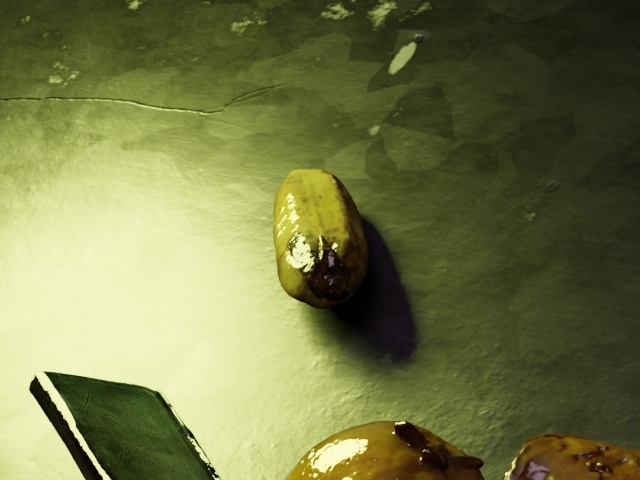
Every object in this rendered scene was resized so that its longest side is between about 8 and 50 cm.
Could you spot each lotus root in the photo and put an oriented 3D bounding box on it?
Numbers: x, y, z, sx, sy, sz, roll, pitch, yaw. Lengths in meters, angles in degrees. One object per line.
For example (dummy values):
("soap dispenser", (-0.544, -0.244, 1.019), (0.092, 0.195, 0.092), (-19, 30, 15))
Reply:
("lotus root", (0.000, 0.000, 2.281), (0.110, 0.097, 0.258), (-8, 34, 1))

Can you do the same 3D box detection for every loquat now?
("loquat", (0.056, 0.288, 1.875), (0.238, 0.193, 0.238), (-44, 29, 32))

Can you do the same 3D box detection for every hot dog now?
("hot dog", (0.306, 0.282, 1.850), (0.272, 0.122, 0.196), (12, 51, 24))

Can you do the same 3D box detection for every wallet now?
("wallet", (-0.186, 0.242, 2.056), (0.172, 0.045, 0.318), (11, 22, -35))
